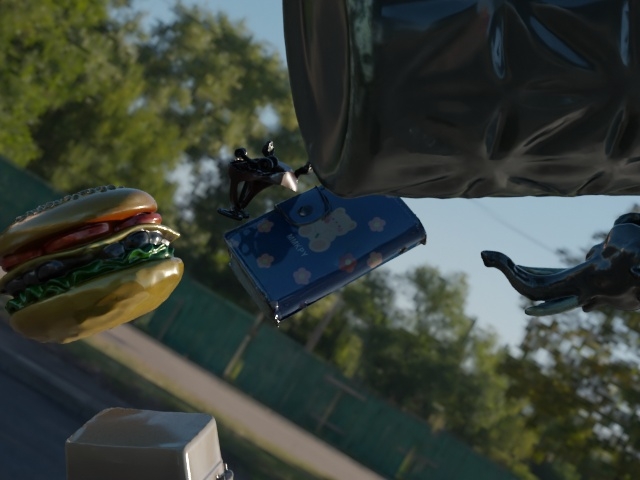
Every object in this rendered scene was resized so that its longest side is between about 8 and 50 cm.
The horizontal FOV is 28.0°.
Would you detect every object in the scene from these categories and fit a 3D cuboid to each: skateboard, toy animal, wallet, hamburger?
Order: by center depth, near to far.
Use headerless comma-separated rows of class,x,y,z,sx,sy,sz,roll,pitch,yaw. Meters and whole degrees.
toy animal,0.254,0.032,0.919,0.082,0.269,0.137,-97,175,-50
hamburger,-0.194,0.020,1.071,0.162,0.162,0.115,148,-77,-85
wallet,0.000,0.000,1.456,0.141,0.202,0.059,51,-15,41
skateboard,-0.071,-0.067,1.470,0.067,0.080,0.151,27,14,18

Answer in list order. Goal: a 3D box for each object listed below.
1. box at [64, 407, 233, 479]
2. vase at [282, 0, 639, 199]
box,-0.138,0.174,1.008,0.122,0.062,0.089,2,16,18
vase,0.140,-0.089,0.423,0.300,0.251,0.156,-7,-29,-13
